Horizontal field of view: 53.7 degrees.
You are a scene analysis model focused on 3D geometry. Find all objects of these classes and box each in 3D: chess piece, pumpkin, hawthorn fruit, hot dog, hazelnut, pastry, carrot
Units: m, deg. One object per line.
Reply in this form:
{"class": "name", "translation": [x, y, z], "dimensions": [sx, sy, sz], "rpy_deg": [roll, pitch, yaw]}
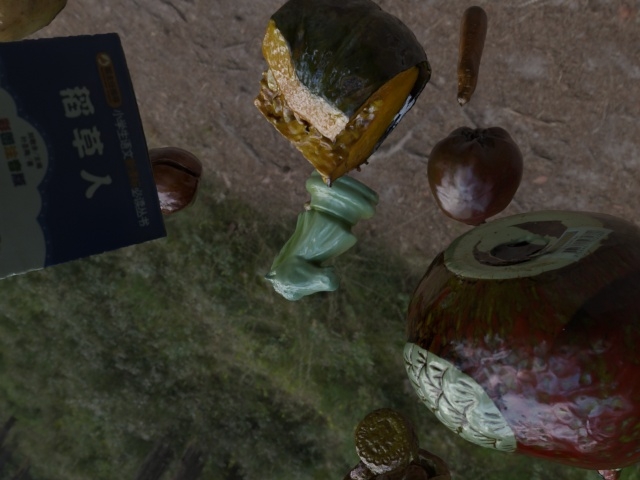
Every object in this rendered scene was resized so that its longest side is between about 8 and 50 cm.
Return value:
{"class": "chess piece", "translation": [0.000, 0.000, 1.408], "dimensions": [0.175, 0.298, 0.176], "rpy_deg": [26, 174, 3]}
{"class": "pumpkin", "translation": [0.033, -0.259, 1.034], "dimensions": [0.225, 0.256, 0.303], "rpy_deg": [43, 155, 5]}
{"class": "hawthorn fruit", "translation": [0.348, -0.127, 1.410], "dimensions": [0.208, 0.208, 0.248], "rpy_deg": [9, 126, 36]}
{"class": "hot dog", "translation": [0.118, 0.477, 1.168], "dimensions": [0.114, 0.259, 0.175], "rpy_deg": [51, -179, -15]}
{"class": "hazelnut", "translation": [-0.308, -0.127, 1.279], "dimensions": [0.143, 0.154, 0.143], "rpy_deg": [1, 124, 2]}
{"class": "pastry", "translation": [0.101, 0.309, 0.977], "dimensions": [0.109, 0.097, 0.057], "rpy_deg": [14, 164, 33]}
{"class": "carrot", "translation": [0.308, -0.383, 1.302], "dimensions": [0.059, 0.248, 0.059], "rpy_deg": [10, 157, 4]}

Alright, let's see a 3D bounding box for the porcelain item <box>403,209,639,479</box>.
{"class": "porcelain item", "translation": [0.198, 0.101, 0.539], "dimensions": [0.252, 0.253, 0.253], "rpy_deg": [23, 154, 12]}

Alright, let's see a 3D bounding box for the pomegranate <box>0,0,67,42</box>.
{"class": "pomegranate", "translation": [-0.560, -0.474, 1.028], "dimensions": [0.322, 0.322, 0.322], "rpy_deg": [23, 154, 12]}

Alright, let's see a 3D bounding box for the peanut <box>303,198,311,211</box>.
{"class": "peanut", "translation": [0.011, -0.074, 1.717], "dimensions": [0.099, 0.100, 0.214], "rpy_deg": [20, 174, 19]}

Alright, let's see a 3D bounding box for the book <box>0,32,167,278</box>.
{"class": "book", "translation": [-0.431, -0.099, 0.808], "dimensions": [0.039, 0.427, 0.300], "rpy_deg": [-2, 103, 57]}
